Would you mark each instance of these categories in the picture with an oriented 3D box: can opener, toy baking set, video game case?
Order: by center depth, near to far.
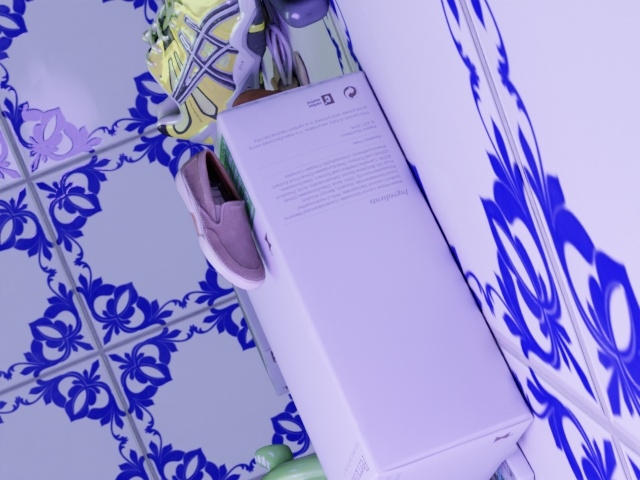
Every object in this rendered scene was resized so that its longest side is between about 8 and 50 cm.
[{"bbox_3d":[0.168,0.200,1.419,0.143,0.019,0.157,74,171,-51],"label":"video game case"},{"bbox_3d":[-0.077,-0.282,1.477,0.283,0.095,0.076,-120,9,-57],"label":"can opener"},{"bbox_3d":[-0.045,-0.194,1.855,0.256,0.030,0.197,-123,13,-64],"label":"toy baking set"}]

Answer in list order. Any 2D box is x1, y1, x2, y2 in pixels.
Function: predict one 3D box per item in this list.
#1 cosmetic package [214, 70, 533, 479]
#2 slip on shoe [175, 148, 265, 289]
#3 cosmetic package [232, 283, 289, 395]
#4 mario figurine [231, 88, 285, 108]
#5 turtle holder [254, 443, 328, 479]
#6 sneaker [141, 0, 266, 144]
[{"bbox_3d":[0.035,0.056,1.347,0.197,0.155,0.366,102,148,-62],"label":"cosmetic package"},{"bbox_3d":[-0.083,-0.020,1.305,0.041,0.051,0.135,-45,60,36],"label":"slip on shoe"},{"bbox_3d":[-0.048,0.137,2.546,0.151,0.151,0.184,75,172,-54],"label":"cosmetic package"},{"bbox_3d":[-0.051,-0.043,1.665,0.198,0.170,0.320,34,-162,-32],"label":"mario figurine"},{"bbox_3d":[0.076,0.324,1.562,0.243,0.320,0.227,40,-136,-52],"label":"turtle holder"},{"bbox_3d":[-0.144,-0.253,1.786,0.145,0.147,0.385,-101,6,-45],"label":"sneaker"}]
